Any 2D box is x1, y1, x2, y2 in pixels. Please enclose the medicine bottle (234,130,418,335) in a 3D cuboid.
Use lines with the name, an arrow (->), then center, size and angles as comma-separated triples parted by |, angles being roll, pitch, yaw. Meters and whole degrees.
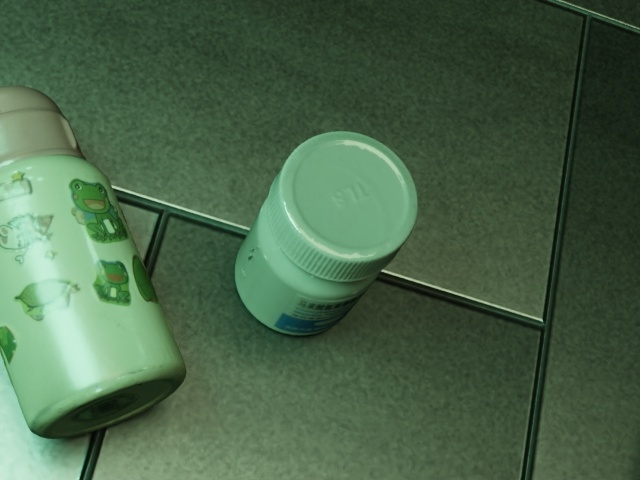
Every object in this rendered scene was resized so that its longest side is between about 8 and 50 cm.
medicine bottle -> 0.000, 0.000, 0.916 | 0.105, 0.168, 0.105 | 6, 66, -13

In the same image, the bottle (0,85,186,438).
bottle -> -0.193, 0.007, 0.885 | 0.120, 0.120, 0.253 | -16, 72, -22
